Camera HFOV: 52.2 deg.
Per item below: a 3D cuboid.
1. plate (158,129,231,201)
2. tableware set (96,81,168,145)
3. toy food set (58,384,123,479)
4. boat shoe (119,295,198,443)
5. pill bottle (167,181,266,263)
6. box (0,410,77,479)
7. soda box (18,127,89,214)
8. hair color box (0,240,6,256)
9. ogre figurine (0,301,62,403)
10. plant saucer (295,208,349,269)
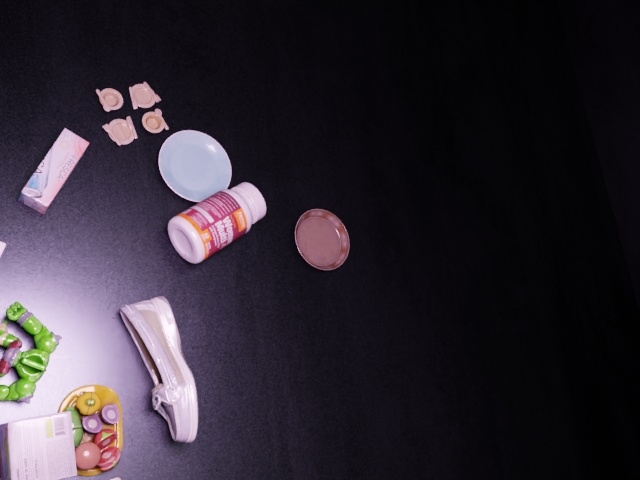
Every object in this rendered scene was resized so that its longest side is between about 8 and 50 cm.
[{"bbox_3d":[-0.310,-0.181,1.610,0.188,0.024,0.188,10,69,-28],"label":"plate"},{"bbox_3d":[-0.451,-0.308,1.567,0.168,0.020,0.141,-23,87,-35],"label":"tableware set"},{"bbox_3d":[-0.450,0.395,1.298,0.128,0.071,0.218,1,74,-32],"label":"toy food set"},{"bbox_3d":[-0.339,0.278,1.387,0.103,0.118,0.321,-11,76,-28],"label":"boat shoe"},{"bbox_3d":[-0.241,-0.047,1.548,0.221,0.121,0.121,-35,94,-35],"label":"pill bottle"},{"bbox_3d":[-0.517,0.378,1.182,0.103,0.203,0.114,-3,77,-32],"label":"box"},{"bbox_3d":[-0.576,-0.151,1.413,0.063,0.058,0.183,32,59,-19],"label":"soda box"},{"bbox_3d":[-0.728,0.130,1.169,0.185,0.110,0.339,25,62,-22],"label":"hair color box"},{"bbox_3d":[-0.585,0.231,1.257,0.118,0.097,0.197,24,51,-10],"label":"ogre figurine"},{"bbox_3d":[0.000,0.000,1.739,0.168,0.029,0.169,11,68,-29],"label":"plant saucer"}]
